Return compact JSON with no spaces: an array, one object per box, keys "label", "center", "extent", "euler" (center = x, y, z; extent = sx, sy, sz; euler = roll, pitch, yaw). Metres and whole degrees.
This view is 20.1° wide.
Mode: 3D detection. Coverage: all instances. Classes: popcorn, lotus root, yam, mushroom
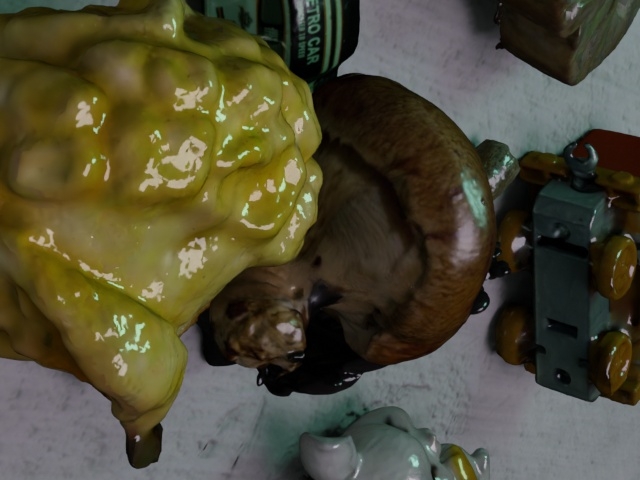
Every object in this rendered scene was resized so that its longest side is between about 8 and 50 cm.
[{"label":"popcorn","center":[-0.159,-0.019,1.378],"extent":[0.349,0.349,0.381],"euler":[-3,85,-50]},{"label":"lotus root","center":[0.293,-0.354,1.872],"extent":[0.375,0.111,0.390],"euler":[-66,159,-1]},{"label":"yam","center":[0.126,-0.009,1.976],"extent":[0.253,0.061,0.061],"euler":[-47,140,-21]},{"label":"mushroom","center":[0.032,-0.019,1.554],"extent":[0.254,0.267,0.267],"euler":[6,105,-49]}]

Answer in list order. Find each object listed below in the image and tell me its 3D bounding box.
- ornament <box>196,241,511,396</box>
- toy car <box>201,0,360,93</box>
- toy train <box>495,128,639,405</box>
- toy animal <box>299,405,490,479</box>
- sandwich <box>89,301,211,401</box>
[{"label":"ornament","center":[0.039,0.064,1.750],"extent":[0.251,0.260,0.106],"euler":[-40,132,-28]},{"label":"toy car","center":[-0.034,-0.187,1.622],"extent":[0.136,0.125,0.306],"euler":[-28,129,-40]},{"label":"toy train","center":[0.328,0.021,2.168],"extent":[0.231,0.163,0.369],"euler":[-42,139,-40]},{"label":"toy animal","center":[0.086,0.282,1.983],"extent":[0.154,0.208,0.325],"euler":[-33,166,26]},{"label":"sandwich","center":[-0.158,0.023,1.634],"extent":[0.214,0.065,0.186],"euler":[-48,140,-17]}]
